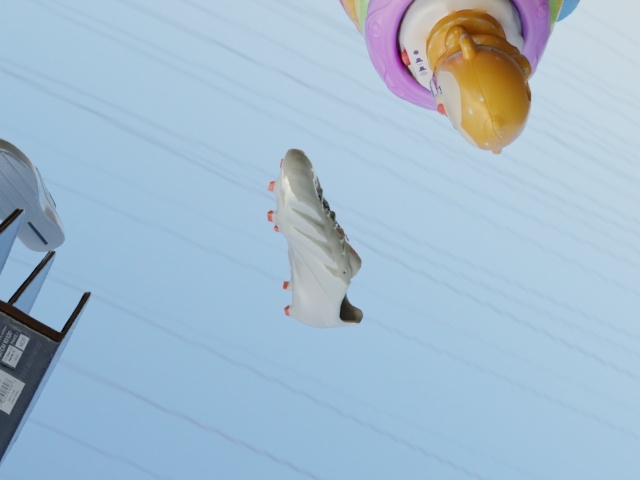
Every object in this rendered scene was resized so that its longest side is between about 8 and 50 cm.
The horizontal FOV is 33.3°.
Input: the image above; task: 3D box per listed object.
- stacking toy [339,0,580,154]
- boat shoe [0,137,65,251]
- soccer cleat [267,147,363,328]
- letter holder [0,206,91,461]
[{"bbox_3d":[0.083,-0.137,0.632,0.165,0.175,0.302,-14,-146,12],"label":"stacking toy"},{"bbox_3d":[-0.532,-0.089,1.866,0.109,0.302,0.094,-20,-123,-5],"label":"boat shoe"},{"bbox_3d":[0.000,0.000,0.976,0.076,0.196,0.068,5,-140,16],"label":"soccer cleat"},{"bbox_3d":[-0.413,0.138,1.390,0.152,0.302,0.214,30,-149,-5],"label":"letter holder"}]
